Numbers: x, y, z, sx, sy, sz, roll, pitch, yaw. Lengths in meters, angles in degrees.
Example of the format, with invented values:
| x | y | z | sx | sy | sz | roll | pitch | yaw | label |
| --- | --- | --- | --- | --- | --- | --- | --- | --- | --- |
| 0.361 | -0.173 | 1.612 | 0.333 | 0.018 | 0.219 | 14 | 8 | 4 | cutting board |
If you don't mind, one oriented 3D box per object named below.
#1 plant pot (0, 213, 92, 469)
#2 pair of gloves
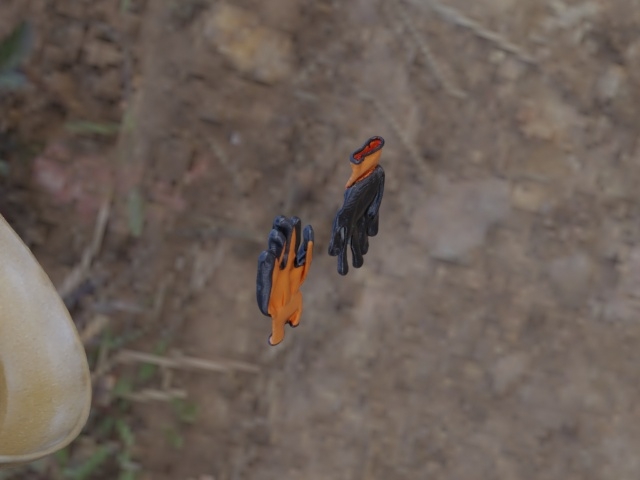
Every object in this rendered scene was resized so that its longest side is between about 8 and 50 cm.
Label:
| x | y | z | sx | sy | sz | roll | pitch | yaw | label |
| --- | --- | --- | --- | --- | --- | --- | --- | --- | --- |
| -0.179 | -0.003 | 0.675 | 0.032 | 0.236 | 0.236 | -47 | 34 | 13 | plant pot |
| 0.000 | 0.000 | 0.847 | 0.010 | 0.083 | 0.074 | 32 | 145 | 23 | pair of gloves |
